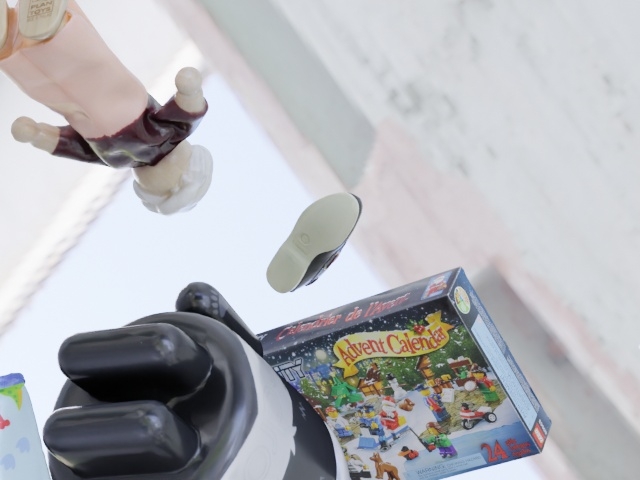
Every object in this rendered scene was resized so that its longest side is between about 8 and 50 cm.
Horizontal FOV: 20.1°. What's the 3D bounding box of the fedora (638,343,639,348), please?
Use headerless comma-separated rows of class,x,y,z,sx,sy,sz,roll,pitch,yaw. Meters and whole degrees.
fedora,0.432,0.081,1.930,0.194,0.194,0.079,157,-69,-67

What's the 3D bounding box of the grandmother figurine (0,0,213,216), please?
grandmother figurine,-0.206,-0.133,1.808,0.207,0.104,0.342,-5,-32,25

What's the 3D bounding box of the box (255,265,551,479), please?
box,0.048,0.127,1.463,0.233,0.044,0.159,-20,-67,31

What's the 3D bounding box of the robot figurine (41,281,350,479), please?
robot figurine,-0.090,0.159,1.305,0.173,0.209,0.278,36,-8,38

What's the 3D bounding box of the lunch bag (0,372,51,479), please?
lunch bag,-0.218,0.150,0.957,0.096,0.151,0.129,147,-71,-66

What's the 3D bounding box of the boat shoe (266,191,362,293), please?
boat shoe,-0.001,-0.001,1.715,0.049,0.042,0.133,50,-56,15
